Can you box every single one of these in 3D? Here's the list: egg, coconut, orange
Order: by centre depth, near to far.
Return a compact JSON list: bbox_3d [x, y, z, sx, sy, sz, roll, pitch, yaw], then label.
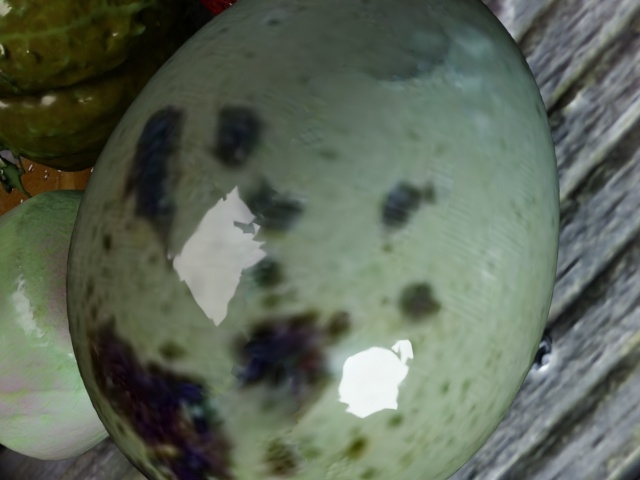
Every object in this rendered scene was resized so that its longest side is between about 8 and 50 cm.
[{"bbox_3d":[0.000,0.000,1.258,0.345,0.345,0.428,6,73,39],"label":"egg"},{"bbox_3d":[-0.234,0.080,1.517,0.236,0.236,0.204,-33,29,28],"label":"coconut"},{"bbox_3d":[-0.226,-0.212,1.521,0.223,0.300,0.301,-16,46,-6],"label":"orange"}]

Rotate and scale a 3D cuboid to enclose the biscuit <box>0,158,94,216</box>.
[{"bbox_3d":[-0.232,-0.042,1.647,0.225,0.036,0.166,-31,58,23],"label":"biscuit"}]

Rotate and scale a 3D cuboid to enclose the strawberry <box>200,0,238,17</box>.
[{"bbox_3d":[-0.016,-0.283,1.423,0.274,0.220,0.274,-13,67,33],"label":"strawberry"}]
